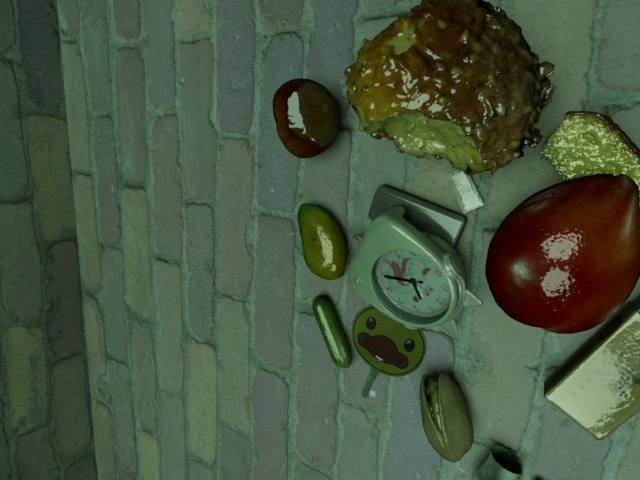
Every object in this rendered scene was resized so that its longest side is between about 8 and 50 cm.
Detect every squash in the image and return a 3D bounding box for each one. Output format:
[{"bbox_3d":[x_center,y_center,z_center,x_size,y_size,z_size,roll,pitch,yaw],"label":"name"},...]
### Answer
[{"bbox_3d":[0.036,0.279,1.225,0.069,0.069,0.239,-27,83,32],"label":"squash"}]

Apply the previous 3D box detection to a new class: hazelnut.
[{"bbox_3d":[-0.037,-0.339,1.105,0.186,0.210,0.210,-20,88,9],"label":"hazelnut"}]

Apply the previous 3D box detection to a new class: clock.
[{"bbox_3d":[0.238,0.094,1.014,0.324,0.108,0.265,37,132,16],"label":"clock"}]

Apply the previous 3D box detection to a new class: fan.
[{"bbox_3d":[0.180,0.326,1.180,0.229,0.011,0.335,27,110,25],"label":"fan"}]

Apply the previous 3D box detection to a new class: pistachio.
[{"bbox_3d":[0.322,0.453,1.043,0.135,0.136,0.226,-17,84,32],"label":"pistachio"}]

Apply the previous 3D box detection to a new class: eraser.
[{"bbox_3d":[0.645,0.257,0.845,0.144,0.078,0.343,38,116,19],"label":"eraser"}]

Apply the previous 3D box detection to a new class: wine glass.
[{"bbox_3d":[0.437,0.640,1.027,0.103,0.103,0.222,25,112,26],"label":"wine glass"}]

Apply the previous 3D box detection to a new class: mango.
[{"bbox_3d":[0.006,0.001,1.181,0.137,0.091,0.238,-10,93,26],"label":"mango"}]

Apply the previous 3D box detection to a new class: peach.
[{"bbox_3d":[0.461,0.043,0.778,0.257,0.201,0.362,42,149,28],"label":"peach"}]

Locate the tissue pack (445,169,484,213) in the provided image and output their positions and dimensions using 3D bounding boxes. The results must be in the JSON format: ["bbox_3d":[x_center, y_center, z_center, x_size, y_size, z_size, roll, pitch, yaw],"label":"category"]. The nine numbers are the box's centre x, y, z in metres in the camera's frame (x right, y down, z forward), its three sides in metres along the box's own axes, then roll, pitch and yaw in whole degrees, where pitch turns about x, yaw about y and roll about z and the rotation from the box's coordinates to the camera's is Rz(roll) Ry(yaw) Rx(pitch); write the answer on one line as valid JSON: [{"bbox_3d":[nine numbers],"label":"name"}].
[{"bbox_3d":[0.353,-0.125,0.985,0.056,0.023,0.108,-29,84,32],"label":"tissue pack"}]

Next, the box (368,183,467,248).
[{"bbox_3d":[0.247,-0.060,1.043,0.243,0.055,0.103,26,112,24],"label":"box"}]

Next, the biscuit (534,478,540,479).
[{"bbox_3d":[0.575,0.681,0.986,0.183,0.043,0.280,52,125,17],"label":"biscuit"}]

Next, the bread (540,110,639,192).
[{"bbox_3d":[0.560,-0.145,0.793,0.260,0.134,0.129,55,133,6],"label":"bread"}]

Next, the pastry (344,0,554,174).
[{"bbox_3d":[0.264,-0.334,0.841,0.405,0.292,0.337,20,83,2],"label":"pastry"}]
